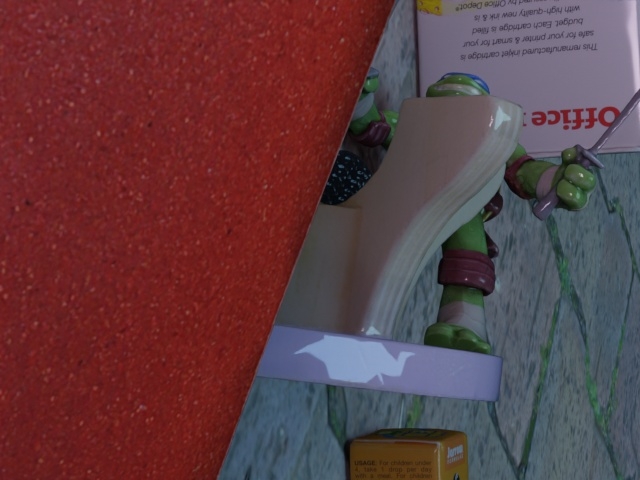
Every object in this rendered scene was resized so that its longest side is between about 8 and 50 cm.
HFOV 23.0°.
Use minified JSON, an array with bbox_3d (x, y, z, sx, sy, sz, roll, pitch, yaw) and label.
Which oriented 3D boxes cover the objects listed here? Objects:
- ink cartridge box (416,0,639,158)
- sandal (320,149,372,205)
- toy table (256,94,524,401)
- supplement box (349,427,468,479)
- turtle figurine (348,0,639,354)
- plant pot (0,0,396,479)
[{"bbox_3d":[0.195,-0.208,1.374,0.117,0.201,0.278,-2,90,-66],"label":"ink cartridge box"},{"bbox_3d":[-0.025,0.004,1.033,0.179,0.040,0.067,-45,109,-41],"label":"sandal"},{"bbox_3d":[0.000,0.000,0.882,0.274,0.252,0.160,14,82,-52],"label":"toy table"},{"bbox_3d":[0.073,0.264,1.204,0.078,0.080,0.233,-2,88,-69],"label":"supplement box"},{"bbox_3d":[0.090,-0.055,1.138,0.198,0.275,0.266,30,58,-22],"label":"turtle figurine"},{"bbox_3d":[-0.157,-0.088,0.375,0.236,0.267,0.267,3,112,-52],"label":"plant pot"}]
